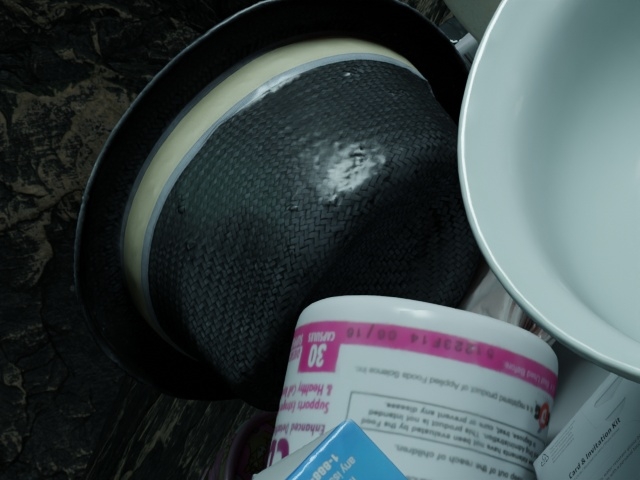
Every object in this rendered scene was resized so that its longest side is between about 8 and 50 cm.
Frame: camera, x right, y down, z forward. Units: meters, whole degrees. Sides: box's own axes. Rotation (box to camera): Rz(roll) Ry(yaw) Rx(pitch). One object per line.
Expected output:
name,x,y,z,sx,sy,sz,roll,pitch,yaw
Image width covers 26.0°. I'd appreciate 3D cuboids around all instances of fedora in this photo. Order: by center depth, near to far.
fedora,0.000,0.000,0.953,0.334,0.334,0.152,-59,39,11

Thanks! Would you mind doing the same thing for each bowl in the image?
bowl,0.217,-0.042,0.575,0.297,0.134,0.298,-19,49,24

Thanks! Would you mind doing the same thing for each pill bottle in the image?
pill bottle,0.038,0.187,0.797,0.160,0.160,0.283,150,134,-68

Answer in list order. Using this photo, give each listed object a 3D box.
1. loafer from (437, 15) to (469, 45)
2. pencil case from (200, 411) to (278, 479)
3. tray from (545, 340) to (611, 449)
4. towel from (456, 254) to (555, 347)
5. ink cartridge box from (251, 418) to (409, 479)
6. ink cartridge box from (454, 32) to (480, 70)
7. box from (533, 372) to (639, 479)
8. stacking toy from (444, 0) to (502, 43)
loafer,0.153,-0.208,1.468,0.223,0.078,0.076,-64,13,-10
pencil case,-0.089,0.294,1.171,0.386,0.160,0.167,-51,49,38
tray,0.178,0.076,0.850,0.270,0.030,0.145,-49,18,46
towel,0.155,-0.036,1.064,0.317,0.053,0.332,-59,9,-15
ink cartridge box,0.012,0.230,0.597,0.171,0.233,0.168,-42,-1,-27
ink cartridge box,0.208,-0.211,1.121,0.232,0.066,0.189,-49,7,-25
box,0.170,0.133,0.665,0.145,0.038,0.186,-57,23,30
stacking toy,0.264,-0.279,0.861,0.351,0.350,0.480,-56,-6,26
